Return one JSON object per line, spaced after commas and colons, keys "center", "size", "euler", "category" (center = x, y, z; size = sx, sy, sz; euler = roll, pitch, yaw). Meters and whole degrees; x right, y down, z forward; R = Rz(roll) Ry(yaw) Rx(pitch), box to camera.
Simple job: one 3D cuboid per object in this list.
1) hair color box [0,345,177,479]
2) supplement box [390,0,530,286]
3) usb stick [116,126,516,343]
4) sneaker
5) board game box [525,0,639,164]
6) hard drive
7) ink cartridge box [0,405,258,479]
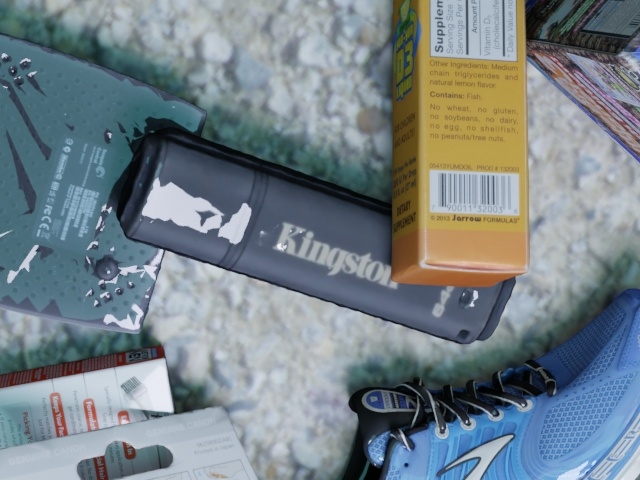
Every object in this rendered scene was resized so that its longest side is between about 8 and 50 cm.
{"center": [-0.178, 0.132, 1.271], "size": [0.167, 0.053, 0.093], "euler": [-10, 99, -4], "category": "hair color box"}
{"center": [0.088, -0.091, 1.228], "size": [0.080, 0.078, 0.233], "euler": [4, 80, -13], "category": "supplement box"}
{"center": [0.000, 0.000, 1.251], "size": [0.278, 0.045, 0.077], "euler": [19, 94, -22], "category": "usb stick"}
{"center": [0.099, 0.141, 1.268], "size": [0.330, 0.130, 0.147], "euler": [-41, 103, 0], "category": "sneaker"}
{"center": [0.265, -0.159, 1.165], "size": [0.141, 0.291, 0.232], "euler": [41, 92, -11], "category": "board game box"}
{"center": [-0.217, -0.049, 1.240], "size": [0.254, 0.054, 0.172], "euler": [16, 95, -10], "category": "hard drive"}
{"center": [-0.095, 0.228, 1.189], "size": [0.189, 0.066, 0.232], "euler": [-7, 56, -40], "category": "ink cartridge box"}
